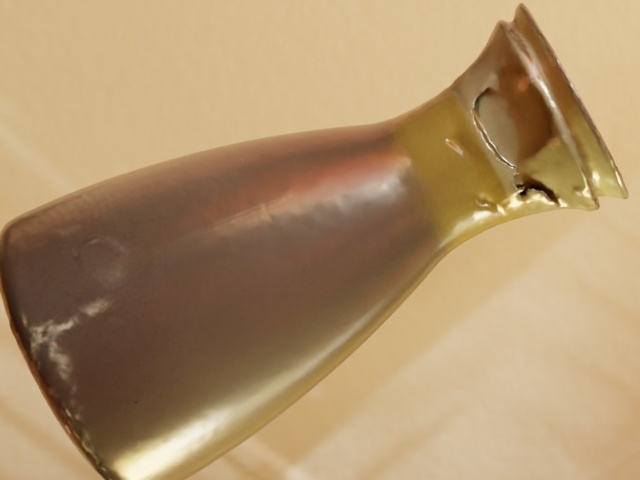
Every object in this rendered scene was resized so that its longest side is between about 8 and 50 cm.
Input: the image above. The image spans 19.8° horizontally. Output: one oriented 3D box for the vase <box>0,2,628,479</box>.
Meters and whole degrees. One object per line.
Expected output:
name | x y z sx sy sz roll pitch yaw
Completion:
vase | 0.000 0.000 1.006 0.321 0.173 0.173 -26 -57 5
